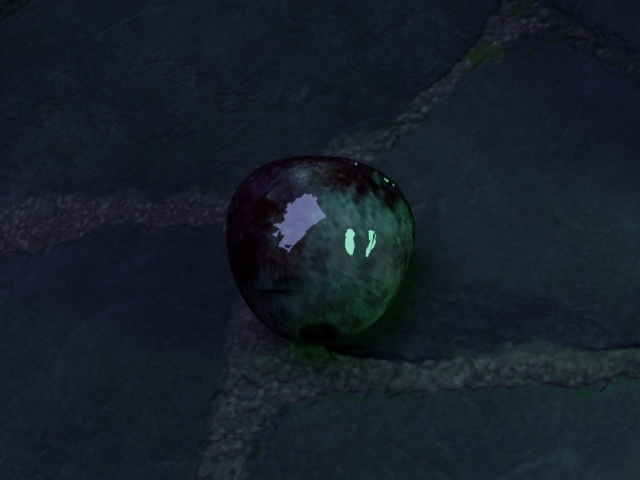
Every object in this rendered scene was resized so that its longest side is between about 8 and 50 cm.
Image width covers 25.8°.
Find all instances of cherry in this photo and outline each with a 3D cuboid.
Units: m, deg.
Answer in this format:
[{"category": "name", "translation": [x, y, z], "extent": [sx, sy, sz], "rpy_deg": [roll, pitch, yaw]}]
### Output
[{"category": "cherry", "translation": [0.001, 0.010, 1.397], "extent": [0.195, 0.195, 0.195], "rpy_deg": [-13, 47, 14]}]
